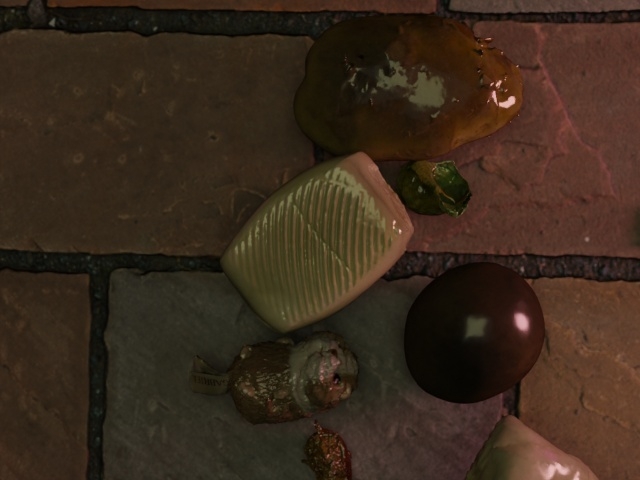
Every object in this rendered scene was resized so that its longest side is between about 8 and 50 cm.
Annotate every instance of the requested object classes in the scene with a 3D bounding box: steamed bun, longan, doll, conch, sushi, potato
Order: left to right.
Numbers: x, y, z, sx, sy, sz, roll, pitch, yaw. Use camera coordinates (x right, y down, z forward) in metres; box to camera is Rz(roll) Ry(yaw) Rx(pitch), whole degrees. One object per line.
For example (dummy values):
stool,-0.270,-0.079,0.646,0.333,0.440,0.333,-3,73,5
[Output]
doll,-0.058,0.181,1.653,0.221,0.115,0.105,-11,59,5
steamed bun,0.000,0.000,1.654,0.239,0.152,0.170,-38,92,15
sushi,0.011,0.289,1.666,0.061,0.060,0.118,-30,82,7
potato,0.112,-0.197,1.661,0.296,0.141,0.191,-1,86,2
conch,0.151,-0.070,1.678,0.089,0.074,0.121,-39,44,-15
longan,0.191,0.117,1.622,0.167,0.167,0.187,41,111,7
steamed bun,0.237,0.382,1.533,0.206,0.275,0.320,27,128,12
